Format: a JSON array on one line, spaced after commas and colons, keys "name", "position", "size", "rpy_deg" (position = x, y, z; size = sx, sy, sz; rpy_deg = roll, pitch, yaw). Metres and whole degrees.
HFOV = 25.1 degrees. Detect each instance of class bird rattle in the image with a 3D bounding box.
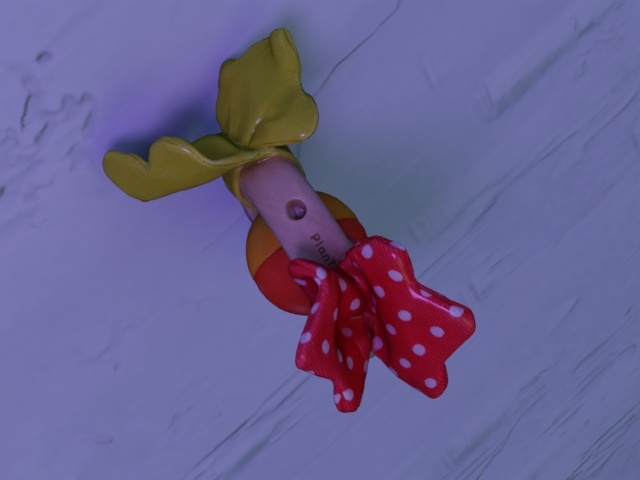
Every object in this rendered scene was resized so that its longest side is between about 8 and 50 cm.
[{"name": "bird rattle", "position": [0.000, 0.000, 0.905], "size": [0.143, 0.253, 0.207], "rpy_deg": [-43, 164, -5]}]
